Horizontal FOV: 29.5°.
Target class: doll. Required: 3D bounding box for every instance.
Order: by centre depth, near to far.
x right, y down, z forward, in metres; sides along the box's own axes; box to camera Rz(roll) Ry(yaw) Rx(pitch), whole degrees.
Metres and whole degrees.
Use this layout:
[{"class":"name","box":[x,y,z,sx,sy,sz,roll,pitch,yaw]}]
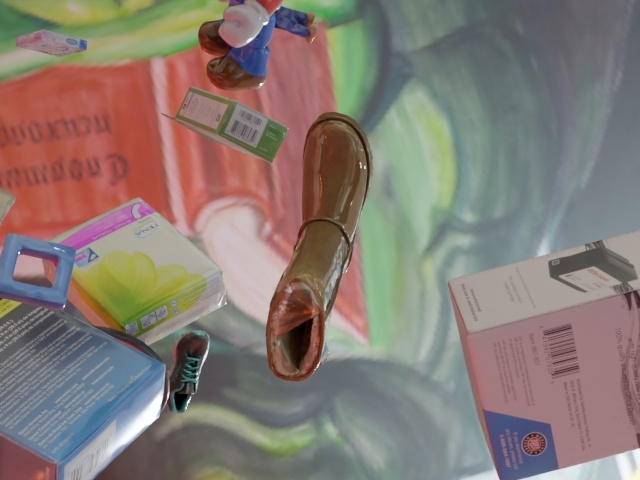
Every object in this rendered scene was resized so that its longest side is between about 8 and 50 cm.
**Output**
[{"class":"doll","box":[-0.099,-0.406,2.135,0.046,0.189,0.129,-56,-151,35]}]

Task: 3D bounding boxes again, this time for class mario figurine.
[{"class":"mario figurine","box":[-0.102,-0.353,1.496,0.198,0.320,0.170,38,-140,23]}]

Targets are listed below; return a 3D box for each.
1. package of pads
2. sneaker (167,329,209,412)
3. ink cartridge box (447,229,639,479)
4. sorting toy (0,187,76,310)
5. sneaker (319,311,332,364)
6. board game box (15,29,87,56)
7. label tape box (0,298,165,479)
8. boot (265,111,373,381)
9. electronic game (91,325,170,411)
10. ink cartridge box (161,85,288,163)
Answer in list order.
[{"class":"package of pads","box":[-0.336,0.060,2.208,0.229,0.101,0.296,-28,-133,-28]},{"class":"sneaker","box":[-0.224,0.227,2.069,0.065,0.166,0.076,6,-145,-26]},{"class":"ink cartridge box","box":[0.324,0.125,1.402,0.308,0.223,0.129,-15,-151,2]},{"class":"sorting toy","box":[-0.374,-0.018,1.002,0.047,0.348,0.196,118,-5,-50]},{"class":"sneaker","box":[-0.031,0.114,1.594,0.063,0.073,0.162,-24,-152,17]},{"class":"board game box","box":[-0.470,-0.344,2.125,0.090,0.020,0.090,7,174,-44]},{"class":"label tape box","box":[-0.431,0.203,1.705,0.348,0.115,0.249,23,-144,19]},{"class":"boot","box":[0.000,0.000,1.429,0.089,0.236,0.269,4,-155,9]},{"class":"electronic game","box":[-0.357,0.227,1.957,0.229,0.229,0.048,-16,-146,15]},{"class":"ink cartridge box","box":[-0.152,-0.185,1.891,0.109,0.062,0.209,25,179,-34]}]
